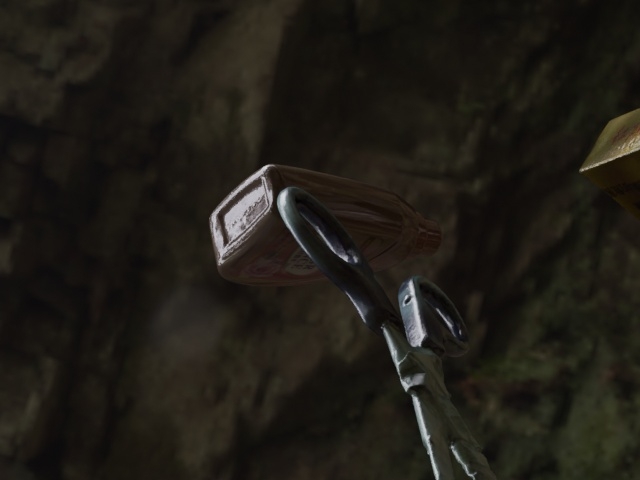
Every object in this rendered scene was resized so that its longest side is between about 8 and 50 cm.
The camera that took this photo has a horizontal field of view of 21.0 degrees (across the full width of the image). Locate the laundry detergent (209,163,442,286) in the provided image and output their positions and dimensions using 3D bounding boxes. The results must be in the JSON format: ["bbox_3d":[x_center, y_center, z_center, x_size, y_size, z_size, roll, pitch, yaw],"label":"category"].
[{"bbox_3d":[0.000,0.000,1.786,0.237,0.171,0.076,11,-126,-39],"label":"laundry detergent"}]

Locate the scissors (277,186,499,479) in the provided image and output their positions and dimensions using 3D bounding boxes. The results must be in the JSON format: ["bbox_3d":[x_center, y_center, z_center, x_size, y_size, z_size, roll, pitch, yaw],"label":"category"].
[{"bbox_3d":[0.084,0.115,1.463,0.029,0.383,0.256,-42,-54,17],"label":"scissors"}]

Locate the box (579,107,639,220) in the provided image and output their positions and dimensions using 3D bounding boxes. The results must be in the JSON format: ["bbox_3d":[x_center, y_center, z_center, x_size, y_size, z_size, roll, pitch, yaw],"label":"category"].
[{"bbox_3d":[0.355,-0.024,1.458,0.240,0.159,0.071,39,-114,-14],"label":"box"}]
